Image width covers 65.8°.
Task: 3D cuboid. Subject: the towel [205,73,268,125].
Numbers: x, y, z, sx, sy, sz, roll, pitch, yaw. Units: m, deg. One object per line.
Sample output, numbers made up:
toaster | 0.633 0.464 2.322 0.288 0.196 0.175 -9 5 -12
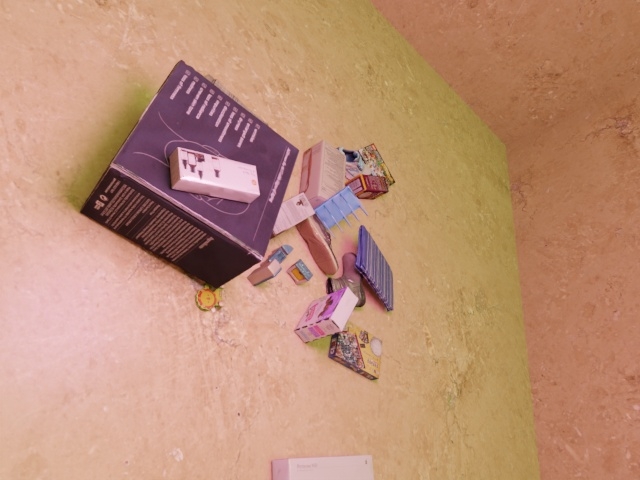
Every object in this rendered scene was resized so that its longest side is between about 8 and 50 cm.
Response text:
towel | -0.335 -0.462 1.842 0.324 0.056 0.312 38 34 -22

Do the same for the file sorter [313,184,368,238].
file sorter | 0.083 -0.107 1.951 0.118 0.170 0.104 54 2 -39

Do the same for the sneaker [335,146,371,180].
sneaker | 0.152 -0.353 2.291 0.283 0.122 0.110 14 60 -41

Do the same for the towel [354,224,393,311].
towel | 0.235 0.121 2.118 0.336 0.040 0.243 54 30 -37

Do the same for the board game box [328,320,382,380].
board game box | 0.141 0.423 1.935 0.243 0.042 0.165 35 48 -29

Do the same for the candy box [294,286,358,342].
candy box | 0.020 0.268 1.773 0.070 0.196 0.165 49 42 -14

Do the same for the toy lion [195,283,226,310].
toy lion | -0.350 0.175 1.571 0.096 0.034 0.100 15 59 -32

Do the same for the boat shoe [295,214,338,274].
boat shoe | 0.000 0.000 1.969 0.092 0.103 0.285 -29 86 -44

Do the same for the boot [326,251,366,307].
boot | 0.093 0.157 2.002 0.161 0.083 0.247 7 64 -38

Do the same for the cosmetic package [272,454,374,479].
cosmetic package | 0.023 0.834 1.557 0.377 0.097 0.284 19 59 -39

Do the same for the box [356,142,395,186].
box | 0.271 -0.361 2.477 0.159 0.044 0.233 -35 96 -49

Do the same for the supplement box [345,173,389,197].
supplement box | 0.219 -0.249 2.320 0.188 0.104 0.081 -2 72 -46

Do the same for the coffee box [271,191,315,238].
coffee box | -0.156 -0.077 1.818 0.246 0.141 0.098 -33 95 -48

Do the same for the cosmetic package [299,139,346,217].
cosmetic package | 0.010 -0.253 2.089 0.153 0.129 0.296 31 49 -34

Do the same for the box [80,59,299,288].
box | -0.372 -0.193 1.525 0.471 0.297 0.480 33 49 -23

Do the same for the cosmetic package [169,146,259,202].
cosmetic package | -0.283 -0.173 1.343 0.239 0.060 0.099 8 64 -40

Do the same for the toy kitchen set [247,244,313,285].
toy kitchen set | -0.121 0.119 1.763 0.166 0.122 0.207 53 42 -11
